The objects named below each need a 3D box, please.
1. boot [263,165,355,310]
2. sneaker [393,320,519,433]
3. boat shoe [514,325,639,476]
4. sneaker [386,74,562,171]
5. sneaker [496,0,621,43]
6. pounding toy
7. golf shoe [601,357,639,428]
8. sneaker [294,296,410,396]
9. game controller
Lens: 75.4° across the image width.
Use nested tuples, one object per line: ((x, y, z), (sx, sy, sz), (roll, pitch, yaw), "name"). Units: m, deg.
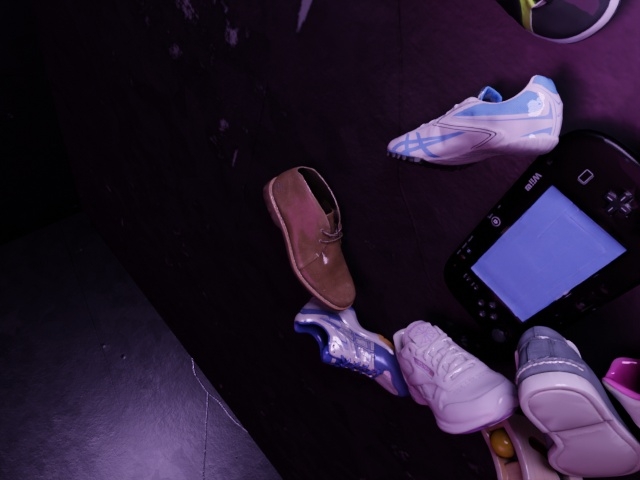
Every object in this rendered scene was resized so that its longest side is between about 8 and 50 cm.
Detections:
((0.000, 0.000, 0.814), (0.115, 0.112, 0.305), (-22, 98, 45), "boot")
((0.197, 0.216, 0.688), (0.152, 0.114, 0.305), (64, 165, 1), "sneaker")
((0.347, 0.232, 0.565), (0.116, 0.099, 0.319), (-23, 126, 28), "boat shoe")
((0.176, -0.135, 0.512), (0.237, 0.085, 0.086), (3, 88, 57), "sneaker")
((0.164, -0.266, 0.386), (0.235, 0.097, 0.084), (49, 146, 10), "sneaker")
((0.319, 0.429, 0.655), (0.155, 0.154, 0.269), (115, 149, -52), "pounding toy")
((0.414, 0.128, 0.401), (0.140, 0.115, 0.306), (44, 143, 23), "golf shoe")
((0.065, 0.248, 0.910), (0.296, 0.131, 0.112), (41, 141, 19), "sneaker")
((0.275, 0.020, 0.517), (0.166, 0.067, 0.319), (44, 144, 17), "game controller")
